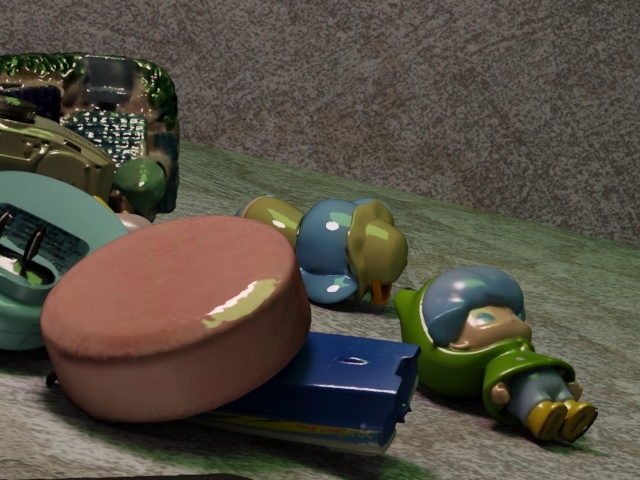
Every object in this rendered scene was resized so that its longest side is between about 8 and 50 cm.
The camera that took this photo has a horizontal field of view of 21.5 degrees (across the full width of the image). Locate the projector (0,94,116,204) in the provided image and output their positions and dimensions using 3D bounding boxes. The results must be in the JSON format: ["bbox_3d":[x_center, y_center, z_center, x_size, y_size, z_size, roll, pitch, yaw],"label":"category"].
[{"bbox_3d":[-0.387,-0.073,2.022,0.269,0.194,0.088,10,10,-21],"label":"projector"}]

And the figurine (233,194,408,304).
[{"bbox_3d":[-0.001,-0.002,2.313,0.262,0.154,0.180,24,24,32],"label":"figurine"}]

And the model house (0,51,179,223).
[{"bbox_3d":[-0.342,-0.115,2.240,0.298,0.243,0.284,2,14,0],"label":"model house"}]

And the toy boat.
[{"bbox_3d":[-0.059,0.135,1.570,0.295,0.088,0.129,5,29,17],"label":"toy boat"}]

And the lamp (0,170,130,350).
[{"bbox_3d":[-0.294,0.025,1.684,0.209,0.147,0.284,25,9,0],"label":"lamp"}]

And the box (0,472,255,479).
[{"bbox_3d":[-0.131,0.213,1.067,0.350,0.058,0.211,6,13,-39],"label":"box"}]

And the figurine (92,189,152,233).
[{"bbox_3d":[-0.235,0.028,1.919,0.137,0.112,0.229,40,10,-14],"label":"figurine"}]

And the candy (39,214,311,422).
[{"bbox_3d":[-0.138,0.070,1.532,0.255,0.094,0.255,-12,28,6],"label":"candy"}]

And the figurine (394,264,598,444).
[{"bbox_3d":[0.190,0.129,1.861,0.162,0.143,0.263,-3,34,-36],"label":"figurine"}]
